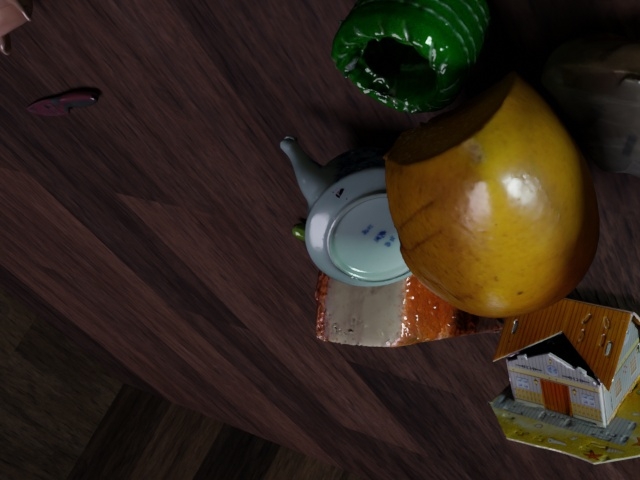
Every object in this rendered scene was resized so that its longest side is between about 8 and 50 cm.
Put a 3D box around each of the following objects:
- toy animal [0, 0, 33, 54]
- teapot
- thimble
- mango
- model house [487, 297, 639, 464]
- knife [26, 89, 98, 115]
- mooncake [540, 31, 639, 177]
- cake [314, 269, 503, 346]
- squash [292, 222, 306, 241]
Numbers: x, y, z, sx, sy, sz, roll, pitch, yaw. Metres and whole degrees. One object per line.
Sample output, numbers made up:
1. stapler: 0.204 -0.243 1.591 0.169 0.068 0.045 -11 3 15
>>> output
1. toy animal: -0.387 -0.296 1.120 0.089 0.083 0.150 -11 150 -12
2. teapot: 0.058 -0.040 1.089 0.232 0.159 0.159 28 161 -26
3. thimble: 0.076 -0.171 0.810 0.130 0.090 0.118 8 152 43
4. mango: 0.147 -0.039 0.811 0.199 0.201 0.350 28 -179 6
5. model house: 0.316 0.141 1.149 0.219 0.207 0.136 11 128 40
6. knife: -0.383 -0.202 1.422 0.035 0.018 0.247 39 160 -31
7. mooncake: 0.249 -0.112 0.750 0.130 0.073 0.125 12 151 42
8. cake: 0.120 0.110 1.298 0.158 0.159 0.262 1 147 45
9. squash: -0.001 0.001 1.384 0.089 0.027 0.027 29 159 -9
